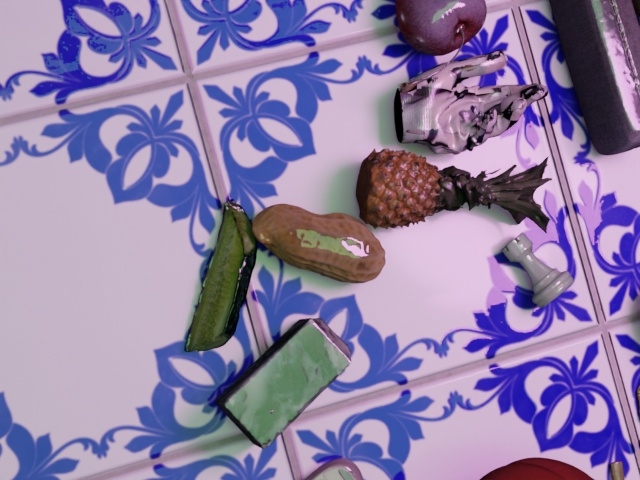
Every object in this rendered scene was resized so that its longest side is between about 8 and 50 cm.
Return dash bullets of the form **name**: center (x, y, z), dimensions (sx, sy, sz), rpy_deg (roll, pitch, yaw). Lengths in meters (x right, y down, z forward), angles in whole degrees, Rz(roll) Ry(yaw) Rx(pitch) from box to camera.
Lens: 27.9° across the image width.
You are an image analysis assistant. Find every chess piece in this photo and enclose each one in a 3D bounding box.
- **chess piece**: center (0.309, 0.040, 1.857), dimensions (0.067, 0.067, 0.103), rpy_deg (-39, 86, -12)

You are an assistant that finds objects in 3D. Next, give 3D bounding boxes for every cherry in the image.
- **cherry**: center (0.141, -0.315, 1.821), dimensions (0.188, 0.115, 0.148), rpy_deg (-33, 99, -11)

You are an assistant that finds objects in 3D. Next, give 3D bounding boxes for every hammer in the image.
- **hammer**: center (0.450, 0.421, 1.878), dimensions (0.062, 0.013, 0.199), rpy_deg (-7, 87, -13)

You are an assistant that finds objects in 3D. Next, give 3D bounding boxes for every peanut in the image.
- **peanut**: center (0.000, 0.000, 1.779), dimensions (0.194, 0.083, 0.093), rpy_deg (21, 81, -9)

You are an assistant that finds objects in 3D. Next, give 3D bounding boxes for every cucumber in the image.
- **cucumber**: center (-0.123, 0.054, 1.761), dimensions (0.046, 0.070, 0.220), rpy_deg (19, 82, -40)

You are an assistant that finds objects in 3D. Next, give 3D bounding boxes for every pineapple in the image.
- **pineapple**: center (0.191, -0.066, 1.816), dimensions (0.277, 0.130, 0.119), rpy_deg (1, 56, -10)

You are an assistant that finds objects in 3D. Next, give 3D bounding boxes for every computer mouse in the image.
- **computer mouse**: center (0.013, 0.342, 1.777), dimensions (0.096, 0.039, 0.066), rpy_deg (-35, 93, -5)

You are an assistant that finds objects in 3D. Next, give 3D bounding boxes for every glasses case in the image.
- **glasses case**: center (0.407, -0.286, 1.867), dimensions (0.074, 0.131, 0.323), rpy_deg (-16, 89, -16)

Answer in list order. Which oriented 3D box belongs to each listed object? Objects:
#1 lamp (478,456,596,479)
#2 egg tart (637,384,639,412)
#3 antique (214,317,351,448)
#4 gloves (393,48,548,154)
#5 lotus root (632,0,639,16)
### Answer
- **lamp**: center (0.285, 0.440, 1.712), dimensions (0.303, 0.257, 0.303), rpy_deg (-13, 109, -45)
- **egg tart**: center (0.518, 0.234, 1.896), dimensions (0.105, 0.039, 0.105), rpy_deg (1, 86, -14)
- **antique**: center (-0.046, 0.188, 1.752), dimensions (0.183, 0.088, 0.086), rpy_deg (-44, 95, -13)
- **gloves**: center (0.216, -0.191, 1.832), dimensions (0.212, 0.111, 0.128), rpy_deg (-3, 53, -8)
- **lotus root**: center (0.512, -0.417, 1.896), dimensions (0.173, 0.173, 0.309), rpy_deg (-23, 93, -13)
